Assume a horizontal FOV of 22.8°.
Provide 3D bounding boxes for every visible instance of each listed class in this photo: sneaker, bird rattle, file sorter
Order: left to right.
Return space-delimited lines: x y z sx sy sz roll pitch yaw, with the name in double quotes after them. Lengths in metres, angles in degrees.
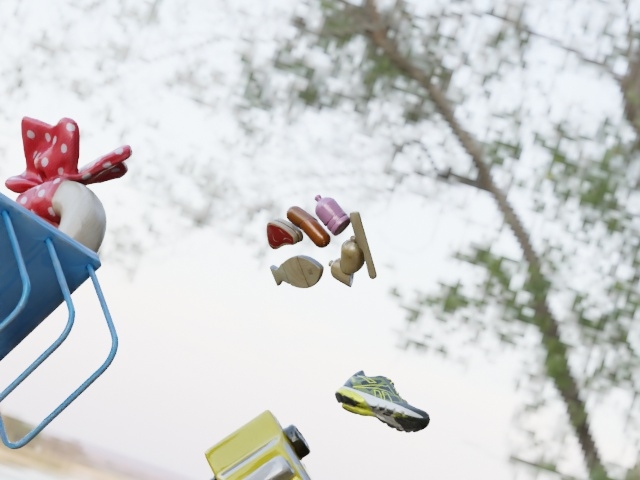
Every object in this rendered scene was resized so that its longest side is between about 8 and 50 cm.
-0.229 0.040 1.010 0.170 0.118 0.104 37 16 -40 "file sorter"
-0.248 0.011 1.355 0.143 0.253 0.207 59 -12 -30 "bird rattle"
0.052 0.125 1.263 0.083 0.035 0.031 18 -33 27 "sneaker"

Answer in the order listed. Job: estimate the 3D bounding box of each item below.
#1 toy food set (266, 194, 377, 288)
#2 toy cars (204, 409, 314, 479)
0.000 0.000 1.262 0.122 0.078 0.019 1 23 47 "toy food set"
-0.067 0.332 1.457 0.176 0.394 0.087 1 -27 22 "toy cars"
